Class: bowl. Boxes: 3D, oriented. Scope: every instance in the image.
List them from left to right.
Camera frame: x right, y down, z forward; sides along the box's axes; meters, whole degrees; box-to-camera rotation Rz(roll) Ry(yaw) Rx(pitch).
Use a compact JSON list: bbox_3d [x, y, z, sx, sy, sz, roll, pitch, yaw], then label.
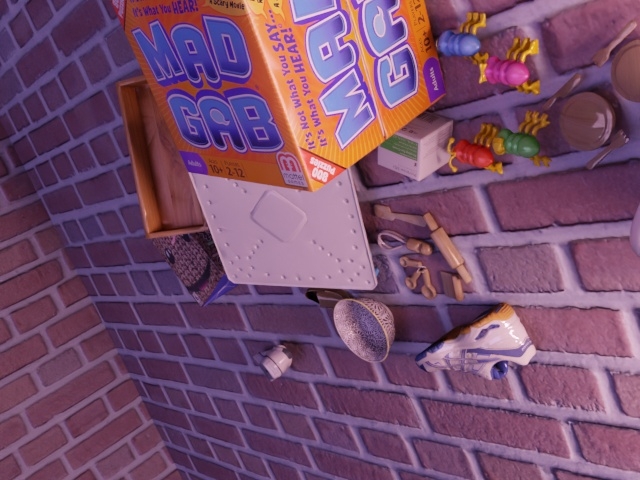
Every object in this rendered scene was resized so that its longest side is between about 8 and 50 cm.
[{"bbox_3d":[0.118,0.193,1.669,0.170,0.080,0.170,30,135,34],"label":"bowl"}]

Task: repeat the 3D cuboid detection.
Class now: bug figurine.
[{"bbox_3d":[0.270,-0.221,1.159,0.216,0.072,0.278,26,135,57],"label":"bug figurine"}]

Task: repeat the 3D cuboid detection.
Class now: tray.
[{"bbox_3d":[-0.387,-0.220,1.839,0.203,0.076,0.410,-7,96,27],"label":"tray"}]

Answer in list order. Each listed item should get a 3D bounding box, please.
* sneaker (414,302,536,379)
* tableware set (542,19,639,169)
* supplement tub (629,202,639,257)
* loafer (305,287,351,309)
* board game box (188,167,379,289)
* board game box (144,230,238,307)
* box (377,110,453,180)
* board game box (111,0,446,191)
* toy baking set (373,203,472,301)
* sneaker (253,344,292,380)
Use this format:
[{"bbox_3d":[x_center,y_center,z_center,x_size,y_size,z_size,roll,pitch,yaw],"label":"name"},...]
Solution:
[{"bbox_3d":[0.305,0.237,1.449,0.131,0.112,0.296,54,145,5],"label":"sneaker"},{"bbox_3d":[0.428,-0.207,1.033,0.128,0.039,0.194,60,141,18],"label":"tableware set"},{"bbox_3d":[0.566,-0.009,0.846,0.316,0.228,0.228,33,138,31],"label":"supplement tub"},{"bbox_3d":[0.019,0.146,1.779,0.148,0.050,0.056,13,126,45],"label":"loafer"},{"bbox_3d":[-0.085,-0.065,1.600,0.390,0.050,0.389,1,125,25],"label":"board game box"},{"bbox_3d":[-0.340,0.002,2.028,0.291,0.141,0.232,51,144,10],"label":"board game box"},{"bbox_3d":[0.172,-0.179,1.306,0.101,0.102,0.087,27,137,35],"label":"box"},{"bbox_3d":[-0.065,-0.338,1.220,0.356,0.356,0.356,13,133,46],"label":"board game box"},{"bbox_3d":[0.202,0.024,1.484,0.197,0.030,0.256,-27,94,55],"label":"toy baking set"},{"bbox_3d":[-0.130,0.353,2.089,0.094,0.091,0.258,55,166,-4],"label":"sneaker"}]
